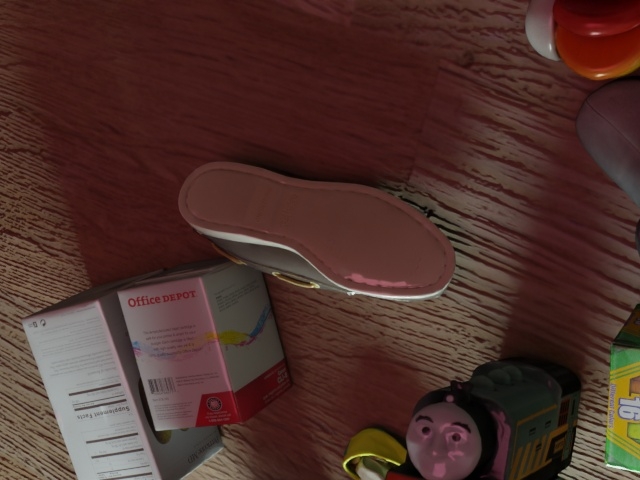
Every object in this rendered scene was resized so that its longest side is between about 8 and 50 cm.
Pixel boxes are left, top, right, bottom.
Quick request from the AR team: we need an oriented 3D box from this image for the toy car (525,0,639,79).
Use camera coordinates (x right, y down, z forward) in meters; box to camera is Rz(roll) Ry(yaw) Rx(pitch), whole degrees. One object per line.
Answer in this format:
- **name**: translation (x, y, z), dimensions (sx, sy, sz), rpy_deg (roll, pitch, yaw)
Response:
- **toy car**: translation (0.258, -0.233, 1.006), dimensions (0.159, 0.136, 0.182), rpy_deg (7, 107, 27)

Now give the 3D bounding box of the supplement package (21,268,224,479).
- **supplement package**: translation (-0.241, 0.179, 1.383), dimensions (0.133, 0.139, 0.244), rpy_deg (-14, 98, 31)

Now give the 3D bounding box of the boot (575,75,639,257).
- **boot**: translation (0.322, -0.029, 0.958), dimensions (0.338, 0.222, 0.118), rpy_deg (44, 121, 26)

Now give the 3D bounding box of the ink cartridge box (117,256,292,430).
- **ink cartridge box**: translation (-0.134, 0.116, 1.314), dimensions (0.128, 0.127, 0.176), rpy_deg (-9, 99, 30)

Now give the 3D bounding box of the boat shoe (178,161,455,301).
- **boat shoe**: translation (0.000, 0.000, 1.231), dimensions (0.324, 0.097, 0.117), rpy_deg (15, 70, 20)

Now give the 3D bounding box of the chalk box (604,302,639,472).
- **chalk box**: translation (0.388, 0.148, 1.043), dimensions (0.213, 0.132, 0.133), rpy_deg (6, 107, 27)

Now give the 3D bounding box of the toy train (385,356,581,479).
- **toy train**: translation (0.162, 0.216, 1.081), dimensions (0.142, 0.334, 0.190), rpy_deg (8, 93, 28)

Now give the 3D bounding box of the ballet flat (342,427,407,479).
- **ballet flat**: translation (0.120, 0.300, 1.259), dimensions (0.231, 0.077, 0.077), rpy_deg (35, 116, 16)
